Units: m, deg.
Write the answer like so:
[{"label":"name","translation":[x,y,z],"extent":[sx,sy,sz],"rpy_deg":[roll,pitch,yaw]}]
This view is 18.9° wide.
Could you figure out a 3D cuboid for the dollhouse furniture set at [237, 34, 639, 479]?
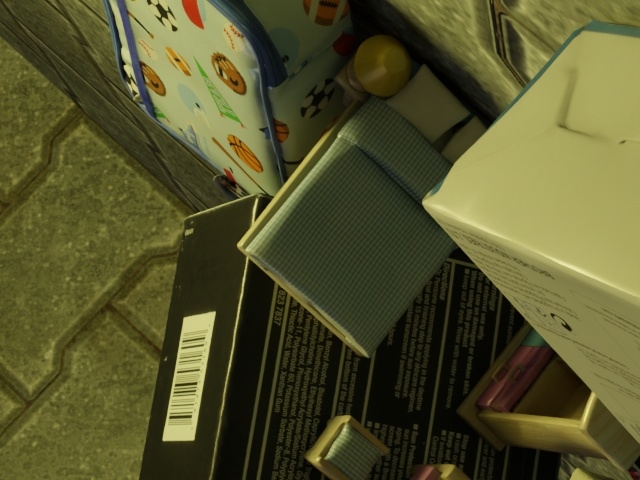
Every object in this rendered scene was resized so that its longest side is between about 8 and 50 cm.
[{"label":"dollhouse furniture set","translation":[0.077,0.043,1.345],"extent":[0.303,0.286,0.198],"rpy_deg":[44,164,-14]}]

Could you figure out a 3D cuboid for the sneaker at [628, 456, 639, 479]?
[{"label":"sneaker","translation":[0.286,0.151,1.633],"extent":[0.279,0.107,0.118],"rpy_deg":[53,-175,-30]}]

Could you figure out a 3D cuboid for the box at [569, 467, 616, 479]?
[{"label":"box","translation":[0.387,0.381,2.092],"extent":[0.148,0.121,0.311],"rpy_deg":[22,-172,-38]}]

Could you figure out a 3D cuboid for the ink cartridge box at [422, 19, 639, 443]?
[{"label":"ink cartridge box","translation":[0.266,0.083,0.982],"extent":[0.395,0.151,0.270],"rpy_deg":[48,173,-22]}]

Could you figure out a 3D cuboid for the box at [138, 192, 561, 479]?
[{"label":"box","translation":[0.027,0.145,1.530],"extent":[0.294,0.296,0.182],"rpy_deg":[14,169,-21]}]

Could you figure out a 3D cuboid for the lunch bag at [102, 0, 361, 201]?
[{"label":"lunch bag","translation":[-0.079,-0.157,1.502],"extent":[0.243,0.115,0.303],"rpy_deg":[39,159,22]}]
